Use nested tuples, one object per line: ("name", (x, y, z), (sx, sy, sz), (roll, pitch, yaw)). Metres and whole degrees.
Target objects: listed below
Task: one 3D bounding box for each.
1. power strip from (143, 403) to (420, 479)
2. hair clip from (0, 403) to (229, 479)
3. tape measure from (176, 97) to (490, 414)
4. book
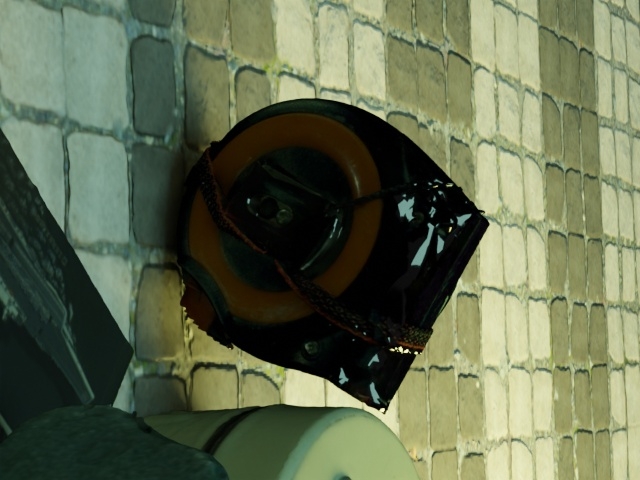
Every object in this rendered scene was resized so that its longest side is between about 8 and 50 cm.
("power strip", (-0.037, 0.294, 1.309), (0.357, 0.161, 0.357), (-3, 90, -66))
("hair clip", (-0.105, 0.265, 0.929), (0.392, 0.318, 0.238), (-30, 120, -62))
("tape measure", (0.000, 0.000, 1.370), (0.202, 0.223, 0.135), (-61, 152, -2))
("book", (-0.221, 0.123, 1.090), (0.262, 0.028, 0.374), (66, 31, -42))
